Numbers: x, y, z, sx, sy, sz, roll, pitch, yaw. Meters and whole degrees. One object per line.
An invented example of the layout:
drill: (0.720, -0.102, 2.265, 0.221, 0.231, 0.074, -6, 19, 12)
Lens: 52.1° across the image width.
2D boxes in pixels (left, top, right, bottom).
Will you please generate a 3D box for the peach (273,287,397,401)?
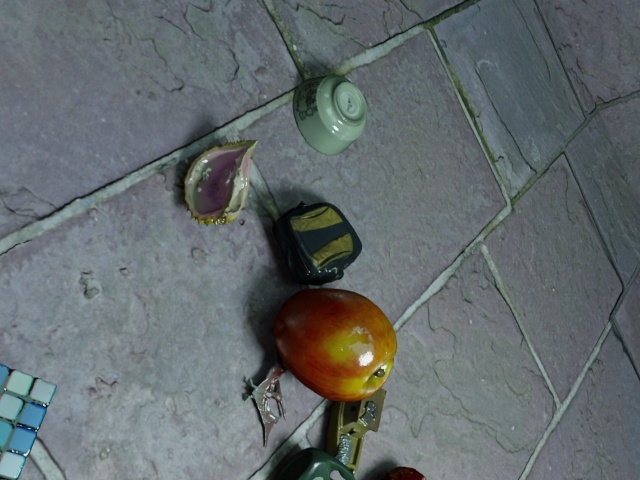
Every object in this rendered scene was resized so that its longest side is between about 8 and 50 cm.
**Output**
peach: (0.032, 0.219, 1.441, 0.281, 0.281, 0.238, -11, 130, -43)

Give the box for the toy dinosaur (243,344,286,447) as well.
toy dinosaur: (-0.114, 0.336, 1.420, 0.108, 0.032, 0.220, 17, 78, -42)

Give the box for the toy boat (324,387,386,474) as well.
toy boat: (0.088, 0.381, 1.530, 0.089, 0.121, 0.321, 30, 61, -26)

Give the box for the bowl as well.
bowl: (0.042, -0.335, 1.678, 0.211, 0.112, 0.211, 12, 71, -37)

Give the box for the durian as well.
durian: (-0.207, -0.120, 1.388, 0.165, 0.132, 0.182, -5, 86, -34)

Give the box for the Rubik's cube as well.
Rubik's cube: (-0.522, 0.266, 0.990, 0.155, 0.154, 0.151, 35, 58, -31)

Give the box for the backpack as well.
backpack: (0.000, 0.000, 1.551, 0.258, 0.133, 0.206, -23, 86, -49)

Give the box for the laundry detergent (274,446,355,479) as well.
laundry detergent: (0.014, 0.544, 1.424, 0.144, 0.078, 0.222, -45, 118, 5)

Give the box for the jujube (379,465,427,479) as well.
jujube: (0.173, 0.634, 1.526, 0.230, 0.155, 0.155, -36, 104, -51)
